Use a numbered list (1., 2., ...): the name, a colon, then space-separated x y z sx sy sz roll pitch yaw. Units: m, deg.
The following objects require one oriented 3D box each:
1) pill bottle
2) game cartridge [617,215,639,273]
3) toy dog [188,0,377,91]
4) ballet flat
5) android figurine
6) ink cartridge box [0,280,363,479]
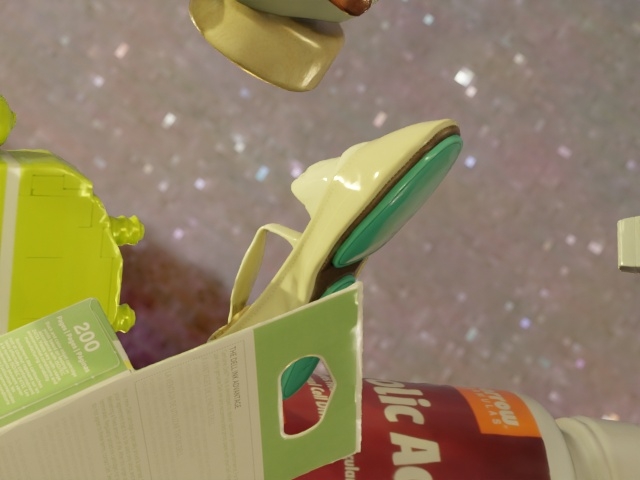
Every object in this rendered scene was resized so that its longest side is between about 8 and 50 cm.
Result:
1. pill bottle: 0.062 0.219 1.480 0.392 0.224 0.224 6 -10 -17
2. game cartridge: 0.298 0.001 1.661 0.083 0.056 0.017 -12 -32 23
3. toy dog: -0.078 -0.189 0.931 0.333 0.220 0.161 11 20 -9
4. ballet flat: 0.000 0.000 1.263 0.086 0.248 0.086 26 28 -15
5. android figurine: -0.244 0.023 1.229 0.272 0.248 0.056 -2 17 -24
6. ink cartridge box: -0.095 0.093 0.951 0.056 0.235 0.171 57 -18 31
